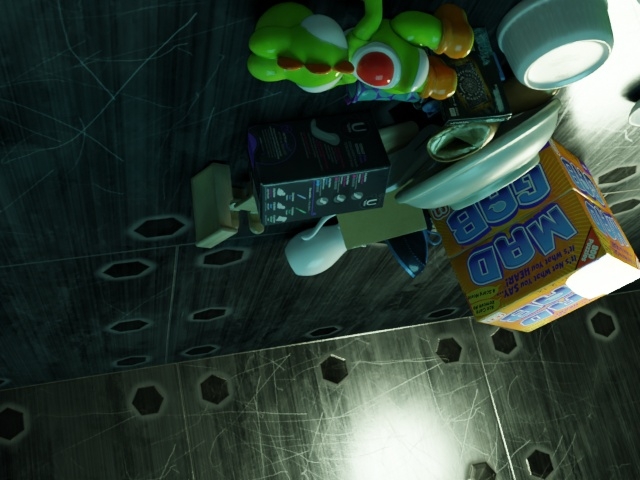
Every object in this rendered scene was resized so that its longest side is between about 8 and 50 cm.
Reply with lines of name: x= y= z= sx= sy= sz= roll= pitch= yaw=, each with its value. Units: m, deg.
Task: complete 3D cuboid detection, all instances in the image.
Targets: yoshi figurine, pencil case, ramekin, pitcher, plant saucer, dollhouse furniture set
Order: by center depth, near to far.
yoshi figurine: x=0.046 y=-0.323 z=1.341 sx=0.362 sy=0.203 sz=0.203 roll=-3 pitch=178 yaw=-21
ramekin: x=0.440 y=-0.368 z=1.524 sx=0.207 sy=0.109 sz=0.207 roll=-12 pitch=160 yaw=-4
pencil case: x=0.125 y=-0.296 z=1.593 sx=0.151 sy=0.064 sz=0.070 roll=-4 pitch=142 yaw=-22
plant saucer: x=0.351 y=-0.160 z=1.765 sx=0.400 sy=0.100 sz=0.400 roll=-31 pitch=-177 yaw=2
dollhouse furniture set: x=-0.160 y=-0.067 z=1.876 sx=0.242 sy=0.161 sz=0.212 roll=7 pitch=157 yaw=-39
pitcher: x=0.000 y=0.000 z=2.273 sx=0.207 sy=0.125 sz=0.178 roll=-26 pitch=137 yaw=8

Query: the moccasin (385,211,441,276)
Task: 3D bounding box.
moccasin: x=0.221 y=-0.040 z=2.078 sx=0.117 sy=0.342 sz=0.138 roll=-32 pitch=120 yaw=14

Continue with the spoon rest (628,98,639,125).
spoon rest: x=0.867 y=-0.321 z=1.949 sx=0.276 sy=0.084 sz=0.137 roll=-13 pitch=160 yaw=0

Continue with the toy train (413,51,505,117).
toy train: x=0.269 y=-0.309 z=1.630 sx=0.105 sy=0.080 sz=0.184 roll=-1 pitch=158 yaw=-44

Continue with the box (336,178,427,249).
box: x=0.135 y=-0.080 z=1.950 sx=0.201 sy=0.164 sz=0.021 roll=-15 pitch=-169 yaw=7

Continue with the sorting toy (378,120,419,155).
sorting toy: x=0.138 y=-0.202 z=1.910 sx=0.193 sy=0.038 sz=0.208 roll=-15 pitch=156 yaw=5

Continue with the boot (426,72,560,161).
boot: x=0.350 y=-0.250 z=1.616 sx=0.236 sy=0.089 sz=0.269 roll=-26 pitch=-170 yaw=31

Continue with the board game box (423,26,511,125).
board game box: x=0.262 y=-0.298 z=1.489 sx=0.126 sy=0.186 sz=0.026 roll=-6 pitch=161 yaw=-15

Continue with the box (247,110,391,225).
box: x=-0.008 y=-0.152 z=1.722 sx=0.270 sy=0.165 sz=0.143 roll=-9 pitch=146 yaw=-10

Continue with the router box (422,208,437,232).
router box: x=0.309 y=-0.058 z=2.380 sx=0.179 sy=0.046 sz=0.133 roll=-12 pitch=160 yaw=-2

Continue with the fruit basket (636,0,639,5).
fruit basket: x=0.740 y=-0.476 z=1.411 sx=0.353 sy=0.165 sz=0.327 roll=-42 pitch=149 yaw=26

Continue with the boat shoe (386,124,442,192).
boat shoe: x=0.212 y=-0.173 z=1.856 sx=0.076 sy=0.083 sz=0.226 roll=10 pitch=146 yaw=-39

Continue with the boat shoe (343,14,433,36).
boat shoe: x=0.126 y=-0.349 z=1.449 sx=0.184 sy=0.063 sz=0.066 roll=-9 pitch=160 yaw=-8

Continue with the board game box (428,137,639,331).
board game box: x=0.557 y=-0.008 z=2.149 sx=0.356 sy=0.356 sz=0.356 roll=-32 pitch=153 yaw=25
